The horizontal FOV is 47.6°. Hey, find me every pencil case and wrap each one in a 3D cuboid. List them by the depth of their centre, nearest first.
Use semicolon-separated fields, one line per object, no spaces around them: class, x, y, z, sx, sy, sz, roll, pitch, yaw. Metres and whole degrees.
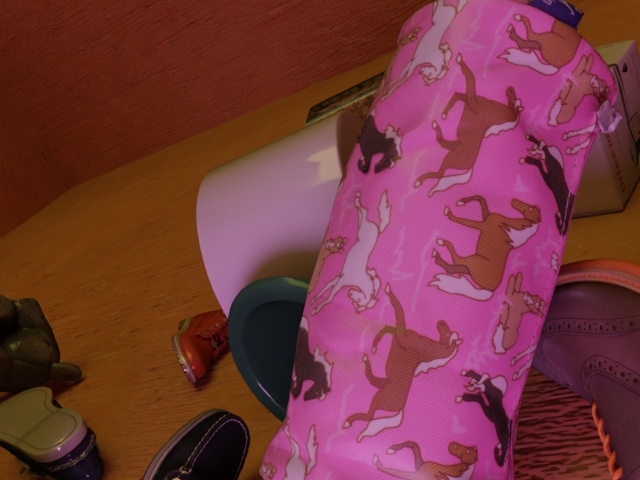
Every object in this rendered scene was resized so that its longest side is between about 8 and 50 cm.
pencil case;0.088;0.022;0.517;0.167;0.160;0.386;5;73;54

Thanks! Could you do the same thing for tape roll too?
tape roll;0.000;0.000;0.801;0.169;0.246;0.246;-20;20;19

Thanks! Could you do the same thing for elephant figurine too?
elephant figurine;-0.526;0.202;1.161;0.169;0.186;0.239;0;-35;-45

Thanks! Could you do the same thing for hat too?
hat;0.043;0.082;0.700;0.173;0.208;0.183;-42;1;42

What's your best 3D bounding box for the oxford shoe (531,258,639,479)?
oxford shoe;0.211;0.105;0.457;0.133;0.130;0.363;-46;16;-9

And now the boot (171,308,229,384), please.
boot;-0.148;0.131;0.964;0.084;0.059;0.158;-21;19;3

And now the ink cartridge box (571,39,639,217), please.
ink cartridge box;0.333;-0.136;0.874;0.082;0.140;0.191;-7;29;42

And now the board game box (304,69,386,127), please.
board game box;0.110;-0.181;1.129;0.232;0.141;0.291;-25;13;6

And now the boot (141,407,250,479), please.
boot;-0.076;0.235;0.564;0.178;0.085;0.236;-9;33;37

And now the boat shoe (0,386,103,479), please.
boat shoe;-0.339;0.242;0.898;0.254;0.079;0.095;-1;30;47
